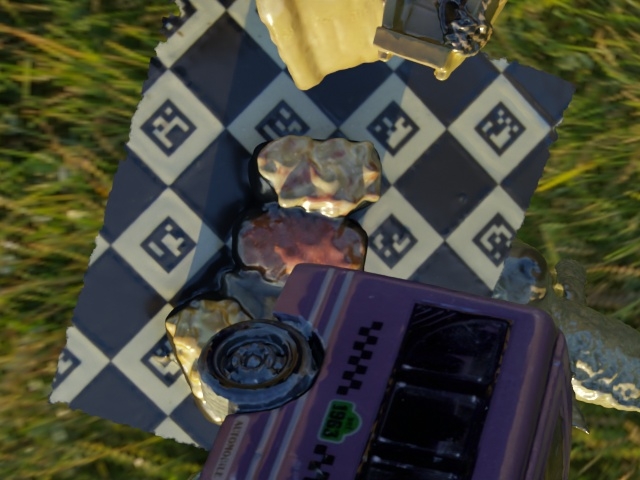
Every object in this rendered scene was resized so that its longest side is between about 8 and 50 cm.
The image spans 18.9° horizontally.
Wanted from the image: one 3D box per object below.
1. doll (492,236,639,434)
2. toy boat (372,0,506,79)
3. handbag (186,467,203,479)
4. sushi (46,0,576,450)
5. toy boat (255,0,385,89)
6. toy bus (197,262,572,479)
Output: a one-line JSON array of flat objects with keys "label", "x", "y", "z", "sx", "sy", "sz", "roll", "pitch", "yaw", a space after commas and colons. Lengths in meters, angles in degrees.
[{"label": "doll", "x": 0.210, "y": 0.092, "z": 1.417, "sx": 0.286, "sy": 0.203, "sz": 0.091, "roll": 49, "pitch": 135, "yaw": 10}, {"label": "toy boat", "x": 0.069, "y": -0.169, "z": 0.821, "sx": 0.057, "sy": 0.077, "sz": 0.200, "roll": 21, "pitch": 98, "yaw": 24}, {"label": "handbag", "x": -0.068, "y": 0.245, "z": 1.426, "sx": 0.139, "sy": 0.072, "sz": 0.115, "roll": 41, "pitch": 91, "yaw": 10}, {"label": "sushi", "x": 0.000, "y": 0.000, "z": 1.147, "sx": 0.264, "sy": 0.050, "sz": 0.290, "roll": 19, "pitch": 92, "yaw": -17}, {"label": "toy boat", "x": 0.002, "y": -0.141, "z": 0.981, "sx": 0.061, "sy": 0.188, "sz": 0.116, "roll": -14, "pitch": 102, "yaw": 6}, {"label": "toy bus", "x": 0.006, "y": 0.093, "z": 0.467, "sx": 0.098, "sy": 0.178, "sz": 0.087, "roll": 8, "pitch": 135, "yaw": 15}]
